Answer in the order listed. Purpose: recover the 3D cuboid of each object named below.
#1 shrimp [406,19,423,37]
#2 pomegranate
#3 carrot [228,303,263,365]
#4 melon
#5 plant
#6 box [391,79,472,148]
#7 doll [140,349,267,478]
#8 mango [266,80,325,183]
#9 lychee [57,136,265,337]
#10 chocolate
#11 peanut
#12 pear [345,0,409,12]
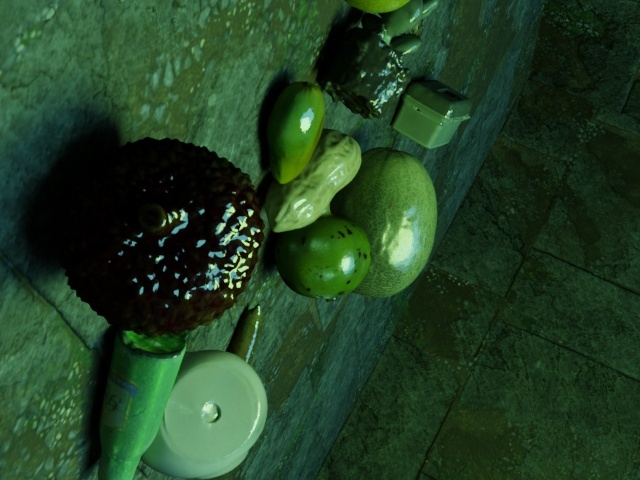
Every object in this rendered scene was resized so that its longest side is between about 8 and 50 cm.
[{"bbox_3d":[0.180,-0.469,1.874,0.152,0.046,0.219,-57,159,-32],"label":"shrimp"},{"bbox_3d":[0.000,0.000,1.780,0.202,0.202,0.247,-30,114,-65],"label":"pomegranate"},{"bbox_3d":[-0.174,0.282,1.819,0.342,0.070,0.070,-69,164,7],"label":"carrot"},{"bbox_3d":[0.125,-0.037,1.978,0.248,0.249,0.329,-14,118,-71],"label":"melon"},{"bbox_3d":[0.113,-0.357,1.636,0.149,0.146,0.274,14,-102,61],"label":"plant"},{"bbox_3d":[0.274,-0.311,2.255,0.129,0.148,0.210,-63,164,21],"label":"box"},{"bbox_3d":[-0.208,0.284,1.542,0.251,0.221,0.221,-36,151,-28],"label":"doll"},{"bbox_3d":[-0.043,-0.184,1.519,0.191,0.086,0.122,108,4,-59],"label":"mango"},{"bbox_3d":[-0.181,-0.003,1.062,0.235,0.236,0.271,-64,-174,-5],"label":"lychee"},{"bbox_3d":[-0.279,0.249,1.365,0.110,0.110,0.291,-39,152,-59],"label":"chocolate"},{"bbox_3d":[-0.014,-0.115,1.650,0.256,0.124,0.123,-51,159,-37],"label":"peanut"},{"bbox_3d":[0.085,-0.433,1.445,0.216,0.166,0.180,-49,-160,58],"label":"pear"}]
